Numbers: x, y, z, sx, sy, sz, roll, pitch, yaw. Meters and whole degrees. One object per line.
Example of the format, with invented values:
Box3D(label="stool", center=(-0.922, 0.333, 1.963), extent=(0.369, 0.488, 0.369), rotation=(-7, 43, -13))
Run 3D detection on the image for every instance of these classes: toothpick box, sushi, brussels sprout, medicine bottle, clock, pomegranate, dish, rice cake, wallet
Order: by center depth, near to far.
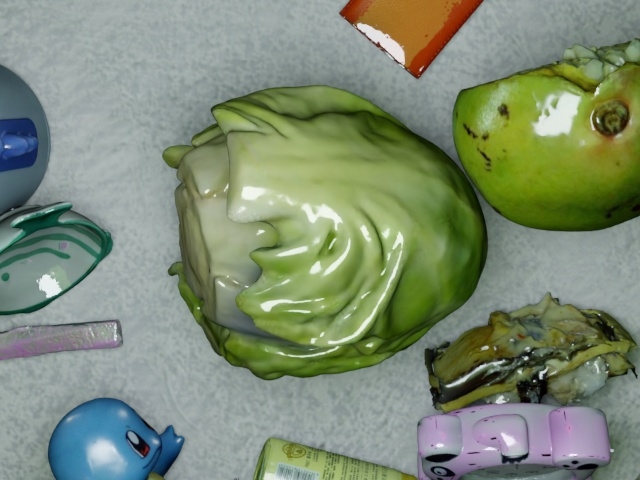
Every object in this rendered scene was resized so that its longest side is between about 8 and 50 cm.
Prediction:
Box3D(label="pomegranate", center=(0.322, -0.122, 1.320), extent=(0.310, 0.358, 0.216), rotation=(-18, 91, 1))
Box3D(label="brussels sprout", center=(0.015, -0.011, 1.321), extent=(0.361, 0.425, 0.342), rotation=(-12, 85, -19))
Box3D(label="toothpick box", center=(-0.480, -0.119, 1.333), extent=(0.263, 0.354, 0.263), rotation=(0, 97, 1))
Box3D(label="dish", center=(-0.390, 0.004, 1.438), extent=(0.224, 0.246, 0.078), rotation=(-21, 65, -28))
Box3D(label="clock", center=(0.255, 0.287, 1.452), extent=(0.248, 0.227, 0.090), rotation=(-1, 62, 5))
Box3D(label="wallet", center=(0.142, -0.340, 1.454), extent=(0.142, 0.045, 0.204), rotation=(40, 95, -2))
Box3D(label="sushi", center=(0.287, 0.162, 1.486), extent=(0.291, 0.139, 0.131), rotation=(-16, 116, 4))
Box3D(label="medicine bottle", center=(0.023, 0.361, 1.505), extent=(0.239, 0.124, 0.124), rotation=(16, 97, -2))
Box3D(label="rice cake", center=(-0.383, 0.142, 1.524), extent=(0.207, 0.036, 0.047), rotation=(-5, 87, 2))

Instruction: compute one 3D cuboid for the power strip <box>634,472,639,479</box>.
Box3D(label="power strip", center=(0.517, 0.344, 1.534), extent=(0.106, 0.043, 0.367), rotation=(33, 96, -4))

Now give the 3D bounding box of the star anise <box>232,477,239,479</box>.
Box3D(label="star anise", center=(-0.118, 0.410, 1.517), extent=(0.042, 0.141, 0.141), rotation=(-16, 97, 22))

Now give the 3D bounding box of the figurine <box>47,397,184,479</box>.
Box3D(label="figurine", center=(-0.240, 0.405, 1.443), extent=(0.243, 0.298, 0.416), rotation=(5, 109, 0))
